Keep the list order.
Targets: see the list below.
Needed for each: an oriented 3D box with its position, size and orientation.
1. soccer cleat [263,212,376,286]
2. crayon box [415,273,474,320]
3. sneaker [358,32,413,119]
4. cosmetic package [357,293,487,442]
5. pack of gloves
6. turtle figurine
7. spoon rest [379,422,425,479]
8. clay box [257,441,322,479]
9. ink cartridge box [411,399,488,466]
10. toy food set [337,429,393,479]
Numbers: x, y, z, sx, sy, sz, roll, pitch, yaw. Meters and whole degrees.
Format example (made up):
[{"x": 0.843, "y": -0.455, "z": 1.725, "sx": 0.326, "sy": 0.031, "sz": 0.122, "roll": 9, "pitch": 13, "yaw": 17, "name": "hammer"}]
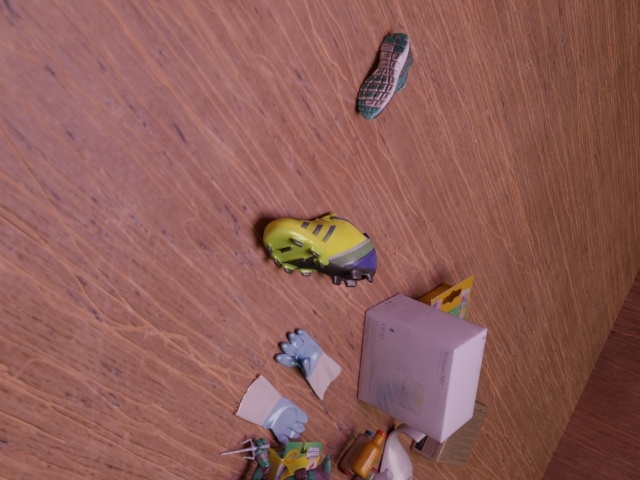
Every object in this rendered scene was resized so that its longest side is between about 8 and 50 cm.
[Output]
[{"x": -0.001, "y": 0.000, "z": 1.142, "sx": 0.289, "sy": 0.093, "sz": 0.121, "roll": 23, "pitch": 58, "yaw": -50, "name": "soccer cleat"}, {"x": 0.269, "y": 0.242, "z": 1.583, "sx": 0.203, "sy": 0.083, "sz": 0.323, "roll": -21, "pitch": 123, "yaw": -46, "name": "crayon box"}, {"x": 0.126, "y": -0.283, "z": 1.172, "sx": 0.166, "sy": 0.065, "sz": 0.076, "roll": -63, "pitch": 147, "yaw": -7, "name": "sneaker"}, {"x": 0.212, "y": 0.266, "z": 1.402, "sx": 0.138, "sy": 0.224, "sz": 0.224, "roll": -20, "pitch": 121, "yaw": -47, "name": "cosmetic package"}, {"x": -0.040, "y": 0.287, "z": 1.239, "sx": 0.195, "sy": 0.046, "sz": 0.232, "roll": -58, "pitch": 142, "yaw": -17, "name": "pack of gloves"}, {"x": -0.096, "y": 0.441, "z": 1.156, "sx": 0.118, "sy": 0.234, "sz": 0.175, "roll": 88, "pitch": -3, "yaw": -47, "name": "turtle figurine"}, {"x": 0.198, "y": 0.559, "z": 1.664, "sx": 0.137, "sy": 0.084, "sz": 0.276, "roll": -24, "pitch": 138, "yaw": -43, "name": "spoon rest"}, {"x": -0.082, "y": 0.487, "z": 1.272, "sx": 0.127, "sy": 0.053, "sz": 0.222, "roll": 25, "pitch": 85, "yaw": -52, "name": "clay box"}, {"x": 0.368, "y": 0.524, "z": 1.839, "sx": 0.234, "sy": 0.088, "sz": 0.193, "roll": 34, "pitch": 78, "yaw": -52, "name": "ink cartridge box"}, {"x": 0.118, "y": 0.508, "z": 1.489, "sx": 0.104, "sy": 0.111, "sz": 0.232, "roll": -52, "pitch": 138, "yaw": -22, "name": "toy food set"}]
